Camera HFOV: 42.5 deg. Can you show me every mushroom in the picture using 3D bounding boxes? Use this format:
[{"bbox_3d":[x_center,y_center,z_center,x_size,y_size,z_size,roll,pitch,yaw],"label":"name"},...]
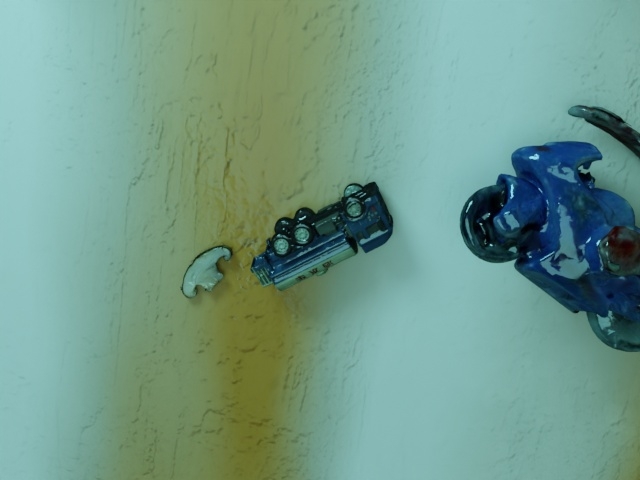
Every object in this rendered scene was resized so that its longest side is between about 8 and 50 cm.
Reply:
[{"bbox_3d":[-0.161,0.043,1.159,0.049,0.019,0.101,44,107,-7],"label":"mushroom"}]

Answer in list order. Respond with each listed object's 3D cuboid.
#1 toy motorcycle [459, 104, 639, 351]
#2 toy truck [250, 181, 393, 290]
[{"bbox_3d":[0.342,-0.019,1.043,0.319,0.241,0.182,34,146,-11],"label":"toy motorcycle"},{"bbox_3d":[0.000,0.000,1.105,0.202,0.074,0.088,-26,107,12],"label":"toy truck"}]
